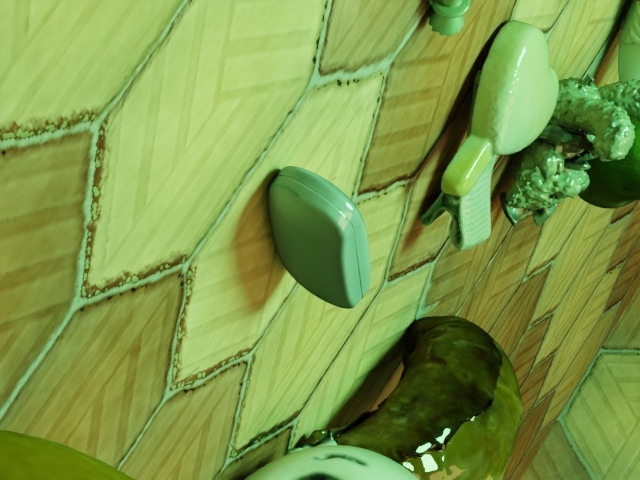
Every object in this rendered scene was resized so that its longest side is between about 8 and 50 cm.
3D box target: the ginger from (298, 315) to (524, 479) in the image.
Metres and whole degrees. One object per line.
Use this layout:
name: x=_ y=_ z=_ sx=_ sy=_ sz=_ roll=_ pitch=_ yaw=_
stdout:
ginger: x=0.105 y=0.191 z=1.808 sx=0.321 sy=0.172 sz=0.165 roll=-40 pitch=158 yaw=-52

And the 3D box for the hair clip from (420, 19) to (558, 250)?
hair clip: x=0.146 y=-0.091 z=1.632 sx=0.159 sy=0.071 sz=0.218 roll=-34 pitch=146 yaw=-52

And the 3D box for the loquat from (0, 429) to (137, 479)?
loquat: x=-0.169 y=0.238 z=0.792 sx=0.328 sy=0.328 sz=0.328 roll=-52 pitch=163 yaw=-23

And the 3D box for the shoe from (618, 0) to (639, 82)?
shoe: x=0.370 y=-0.262 z=1.966 sx=0.110 sy=0.095 sz=0.265 roll=-19 pitch=133 yaw=-58

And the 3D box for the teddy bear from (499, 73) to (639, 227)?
teddy bear: x=0.249 y=-0.104 z=1.876 sx=0.133 sy=0.111 sz=0.213 roll=-28 pitch=171 yaw=-44

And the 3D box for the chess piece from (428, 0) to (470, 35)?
chess piece: x=0.098 y=-0.181 z=1.354 sx=0.042 sy=0.042 sz=0.093 roll=-54 pitch=168 yaw=-19

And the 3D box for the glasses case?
glasses case: x=0.000 y=0.000 z=1.325 sx=0.045 sy=0.067 sz=0.178 roll=-53 pitch=163 yaw=-16

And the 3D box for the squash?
squash: x=0.342 y=-0.092 z=2.066 sx=0.107 sy=0.107 sz=0.395 roll=-59 pitch=179 yaw=-2

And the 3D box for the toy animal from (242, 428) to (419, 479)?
toy animal: x=-0.015 y=0.326 z=1.588 sx=0.310 sy=0.251 sz=0.251 roll=-53 pitch=163 yaw=-15
